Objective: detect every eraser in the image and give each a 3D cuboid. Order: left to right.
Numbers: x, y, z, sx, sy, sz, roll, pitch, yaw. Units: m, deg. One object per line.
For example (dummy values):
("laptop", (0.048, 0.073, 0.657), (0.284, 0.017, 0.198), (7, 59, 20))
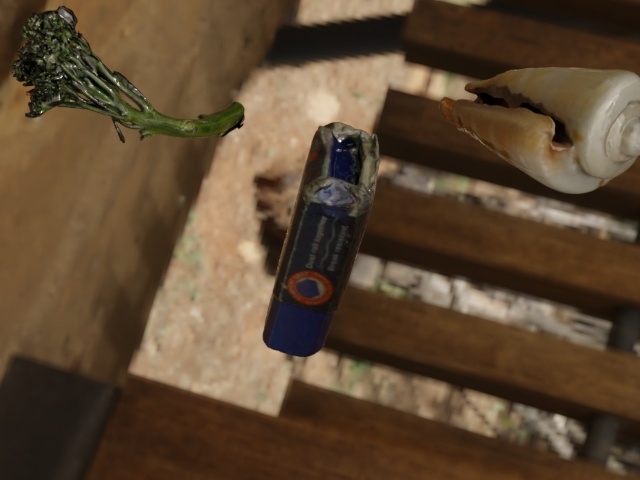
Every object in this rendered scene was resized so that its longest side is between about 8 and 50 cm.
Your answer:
("eraser", (0.000, 0.000, 2.095), (0.155, 0.102, 0.332), (-79, -175, -48))

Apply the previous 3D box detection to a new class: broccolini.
("broccolini", (-0.176, -0.150, 1.404), (0.271, 0.062, 0.123), (8, 64, -48))

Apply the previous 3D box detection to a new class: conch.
("conch", (0.247, -0.114, 1.597), (0.158, 0.255, 0.127), (-35, 116, -23))
